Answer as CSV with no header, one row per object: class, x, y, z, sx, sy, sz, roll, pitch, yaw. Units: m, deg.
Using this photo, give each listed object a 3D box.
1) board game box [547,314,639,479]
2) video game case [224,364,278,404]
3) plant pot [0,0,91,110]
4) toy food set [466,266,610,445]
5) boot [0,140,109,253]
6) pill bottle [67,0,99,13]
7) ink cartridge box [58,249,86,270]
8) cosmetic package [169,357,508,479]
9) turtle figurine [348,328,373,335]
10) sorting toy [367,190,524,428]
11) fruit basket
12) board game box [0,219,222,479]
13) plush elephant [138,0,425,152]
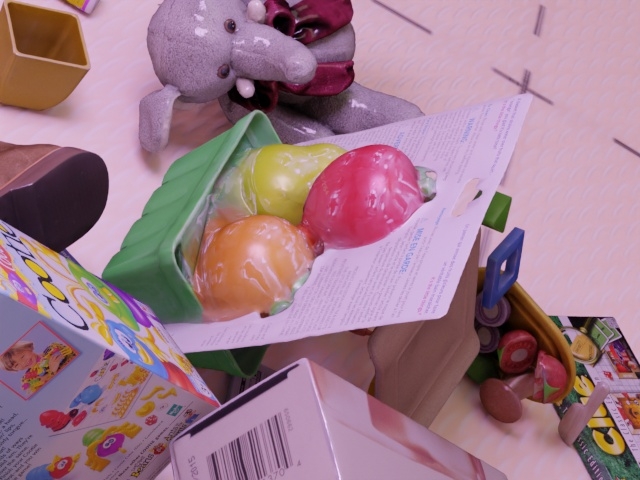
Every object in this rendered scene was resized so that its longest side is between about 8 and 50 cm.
board game box,0.312,0.187,1.895,0.136,0.030,0.259,1,49,-34
video game case,-0.026,0.190,1.642,0.143,0.019,0.157,26,38,-13
plant pot,-0.286,-0.175,1.780,0.081,0.083,0.081,9,44,-30
toy food set,0.182,0.119,1.801,0.071,0.128,0.218,-36,79,-33
boot,-0.320,-0.004,1.490,0.115,0.112,0.305,19,33,32
pill bottle,-0.274,-0.283,1.937,0.083,0.043,0.043,31,38,-6
ink cartridge box,-0.355,0.043,1.513,0.186,0.065,0.311,43,40,10
cosmetic package,0.034,0.226,1.455,0.296,0.153,0.129,36,29,-45
turtle figurine,0.021,-0.017,1.838,0.269,0.087,0.217,42,31,24
sorting toy,0.086,0.093,1.643,0.047,0.196,0.347,23,56,23
fruit basket,0.000,0.000,1.608,0.165,0.353,0.327,67,30,-31
board game box,-0.231,0.092,1.377,0.142,0.144,0.275,50,8,38
plush elephant,-0.064,-0.205,1.843,0.330,0.271,0.255,12,19,19
